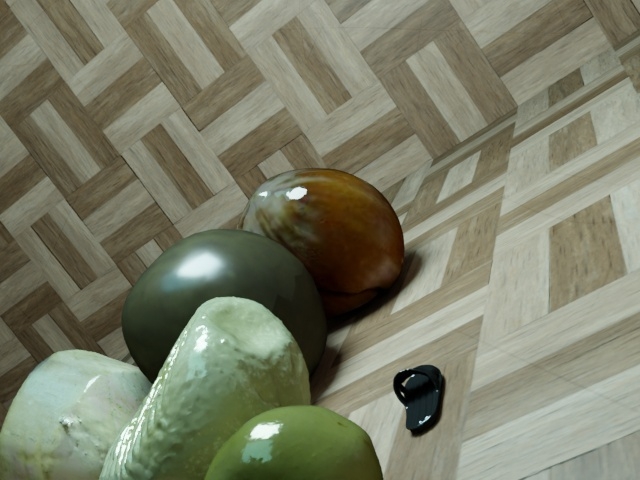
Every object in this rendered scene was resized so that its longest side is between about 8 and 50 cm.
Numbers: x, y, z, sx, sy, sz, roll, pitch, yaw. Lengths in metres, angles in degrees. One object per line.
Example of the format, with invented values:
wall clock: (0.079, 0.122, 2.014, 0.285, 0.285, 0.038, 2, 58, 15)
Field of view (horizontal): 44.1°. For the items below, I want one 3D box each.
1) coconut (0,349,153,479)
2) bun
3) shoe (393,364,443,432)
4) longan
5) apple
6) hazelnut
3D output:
coconut: (-0.445, 0.375, 1.472, 0.352, 0.353, 0.352, -35, 9, 6)
bun: (-0.143, 0.259, 1.102, 0.352, 0.227, 0.349, -50, 12, 42)
shoe: (0.125, 0.194, 1.042, 0.062, 0.053, 0.159, -37, 11, 15)
longan: (-0.173, 0.148, 1.449, 0.404, 0.336, 0.404, 3, -7, 0)
apple: (-0.024, 0.263, 0.820, 0.200, 0.200, 0.200, -35, 9, 6)
hazelnut: (0.000, 0.000, 1.670, 0.372, 0.372, 0.315, -31, 38, 30)
